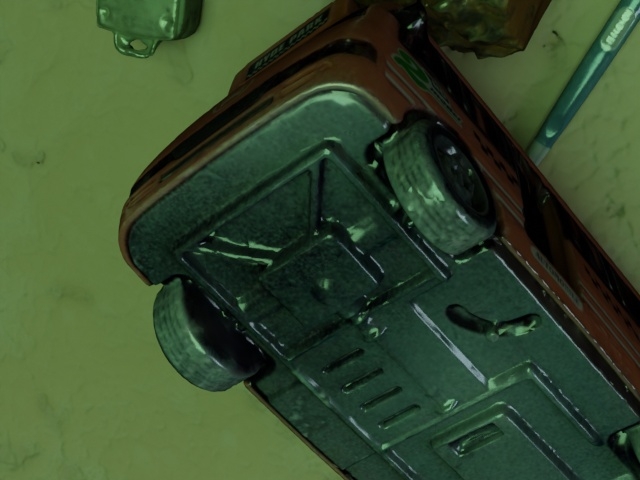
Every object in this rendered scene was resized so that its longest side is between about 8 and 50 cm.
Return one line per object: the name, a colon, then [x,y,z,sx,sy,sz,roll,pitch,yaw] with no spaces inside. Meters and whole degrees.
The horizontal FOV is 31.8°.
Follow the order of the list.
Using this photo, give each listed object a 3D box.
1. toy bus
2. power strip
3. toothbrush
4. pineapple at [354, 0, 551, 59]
toy bus: [0.087,0.048,0.729,0.203,0.233,0.427,-32,116,25]
power strip: [-0.122,-0.275,0.849,0.078,0.052,0.272,13,111,14]
toothbrush: [0.174,-0.088,0.823,0.019,0.025,0.275,33,114,7]
pineapple: [0.027,-0.214,0.773,0.279,0.158,0.157,15,111,24]
